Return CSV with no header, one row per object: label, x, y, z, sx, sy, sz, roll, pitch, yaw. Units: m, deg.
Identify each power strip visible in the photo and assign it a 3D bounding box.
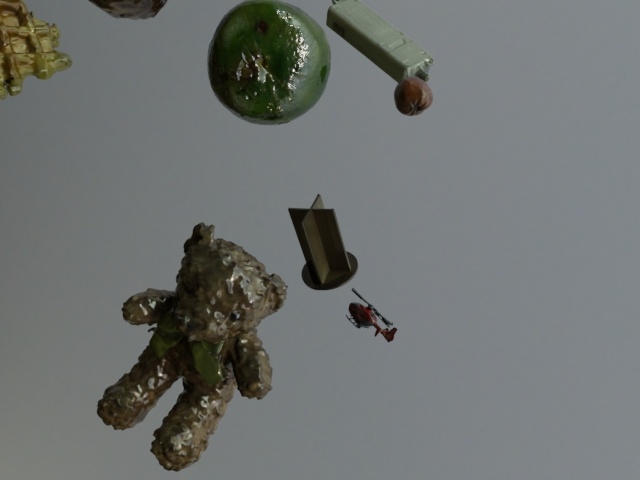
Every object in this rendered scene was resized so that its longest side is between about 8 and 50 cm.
power strip,0.144,-0.477,1.571,0.338,0.098,0.058,45,-31,24

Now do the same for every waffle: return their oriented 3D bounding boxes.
waffle,-0.510,-0.338,0.928,0.301,0.281,0.058,52,-40,-11

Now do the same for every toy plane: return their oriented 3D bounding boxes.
toy plane,0.106,0.169,1.411,0.145,0.037,0.060,42,-71,32

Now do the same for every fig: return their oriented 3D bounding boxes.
fig,-0.092,-0.297,1.086,0.235,0.203,0.203,-126,-143,-70

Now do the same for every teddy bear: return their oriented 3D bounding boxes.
teddy bear,-0.180,0.157,0.921,0.246,0.296,0.222,32,-21,11

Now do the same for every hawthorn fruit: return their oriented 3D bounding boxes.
hawthorn fruit,0.157,-0.266,1.137,0.066,0.066,0.103,-40,-128,47

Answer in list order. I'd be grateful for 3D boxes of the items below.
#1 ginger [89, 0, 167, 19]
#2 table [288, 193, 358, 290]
ginger,-0.184,-0.415,0.694,0.176,0.254,0.418,37,-37,3
table,0.000,0.000,1.795,0.167,0.167,0.227,28,-34,43
